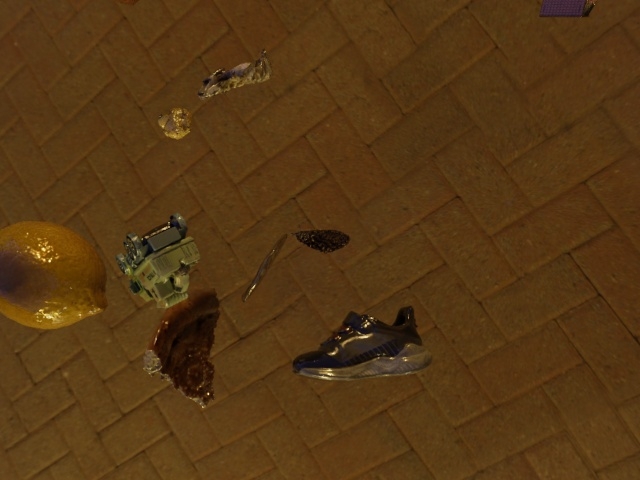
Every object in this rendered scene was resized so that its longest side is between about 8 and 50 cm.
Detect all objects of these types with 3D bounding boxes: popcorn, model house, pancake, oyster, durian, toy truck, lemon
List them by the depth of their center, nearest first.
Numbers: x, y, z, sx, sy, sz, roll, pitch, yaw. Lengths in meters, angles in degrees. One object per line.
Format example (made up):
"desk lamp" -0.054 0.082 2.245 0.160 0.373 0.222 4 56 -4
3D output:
"model house" 0.339 -0.323 0.684 0.083 0.057 0.058 27 76 42
"pancake" -0.078 0.039 0.737 0.011 0.115 0.114 34 105 -1
"toy truck" -0.241 0.042 0.794 0.116 0.085 0.191 61 148 1
"lemon" -0.500 0.060 0.938 0.257 0.188 0.188 29 103 5
"oyster" -0.156 -0.321 1.035 0.106 0.200 0.061 23 139 49
"durian" 0.001 -0.010 1.113 0.131 0.066 0.052 3 119 1
"pancake" -0.277 0.246 1.165 0.057 0.266 0.244 -21 94 34
"popcorn" -0.355 -0.282 1.288 0.084 0.084 0.084 1 94 20

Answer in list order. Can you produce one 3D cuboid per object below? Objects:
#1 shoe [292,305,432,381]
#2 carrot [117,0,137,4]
"shoe" 0.066 0.165 0.835 0.228 0.099 0.112 -1 80 -11
"carrot" -0.352 -0.448 0.871 0.072 0.205 0.072 -1 106 -5
